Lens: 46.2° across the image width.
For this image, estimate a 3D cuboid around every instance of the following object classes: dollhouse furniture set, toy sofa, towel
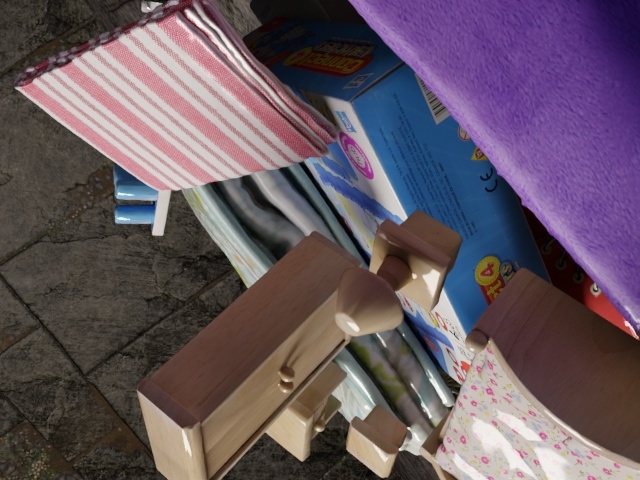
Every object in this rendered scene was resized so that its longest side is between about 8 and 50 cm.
[{"bbox_3d":[0.074,0.175,0.477,0.355,0.174,0.303,34,146,21],"label":"dollhouse furniture set"},{"bbox_3d":[0.106,-0.117,0.350,0.362,0.150,0.177,52,-161,9],"label":"toy sofa"},{"bbox_3d":[-0.102,-0.092,0.520,0.197,0.029,0.144,-7,144,40],"label":"towel"},{"bbox_3d":[-0.033,0.037,0.790,0.374,0.090,0.320,56,168,-9],"label":"towel"}]

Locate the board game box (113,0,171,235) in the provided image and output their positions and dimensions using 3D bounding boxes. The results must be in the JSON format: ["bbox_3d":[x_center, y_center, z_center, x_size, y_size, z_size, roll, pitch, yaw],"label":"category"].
[{"bbox_3d":[-0.152,-0.258,0.657,0.390,0.050,0.390,120,147,-60],"label":"board game box"}]

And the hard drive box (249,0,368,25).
[{"bbox_3d":[0.042,-0.181,0.737,0.232,0.089,0.181,55,168,-9],"label":"hard drive box"}]

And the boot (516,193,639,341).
[{"bbox_3d":[0.222,0.011,0.619,0.244,0.088,0.176,54,162,-2],"label":"boot"}]

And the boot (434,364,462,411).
[{"bbox_3d":[0.245,0.332,1.465,0.236,0.089,0.269,58,174,38],"label":"boot"}]

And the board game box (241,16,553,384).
[{"bbox_3d":[0.054,-0.037,0.663,0.308,0.086,0.302,60,167,-27],"label":"board game box"}]
